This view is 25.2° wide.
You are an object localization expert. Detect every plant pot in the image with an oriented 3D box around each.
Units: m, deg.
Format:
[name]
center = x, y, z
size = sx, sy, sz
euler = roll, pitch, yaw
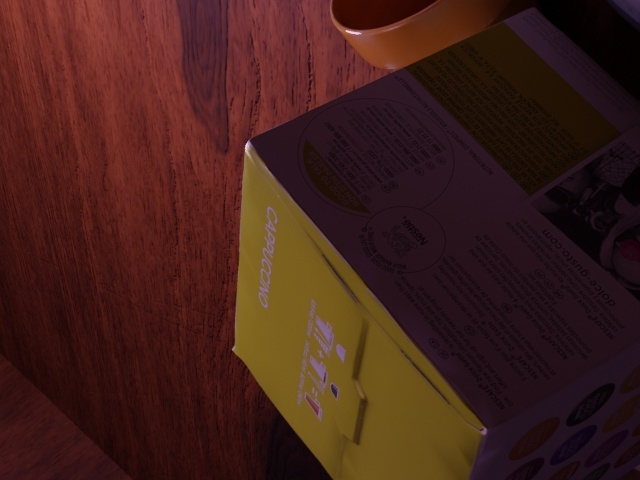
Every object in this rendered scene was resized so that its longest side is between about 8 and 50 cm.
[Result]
[plant pot]
center = 0.145, -0.219, 1.457
size = 0.205, 0.205, 0.188
euler = 13, 151, 52

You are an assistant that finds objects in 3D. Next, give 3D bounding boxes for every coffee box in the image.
[coffee box]
center = 0.146, 0.058, 1.311
size = 0.338, 0.334, 0.337
euler = 50, 154, 27

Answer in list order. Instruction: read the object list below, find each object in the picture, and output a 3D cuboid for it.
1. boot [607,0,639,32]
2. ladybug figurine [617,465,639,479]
[boot]
center = 0.382, -0.068, 1.336
size = 0.367, 0.146, 0.445
euler = 39, 156, 27
[ladybug figurine]
center = 0.309, 0.240, 1.734
size = 0.305, 0.162, 0.449
euler = 10, 148, -4
